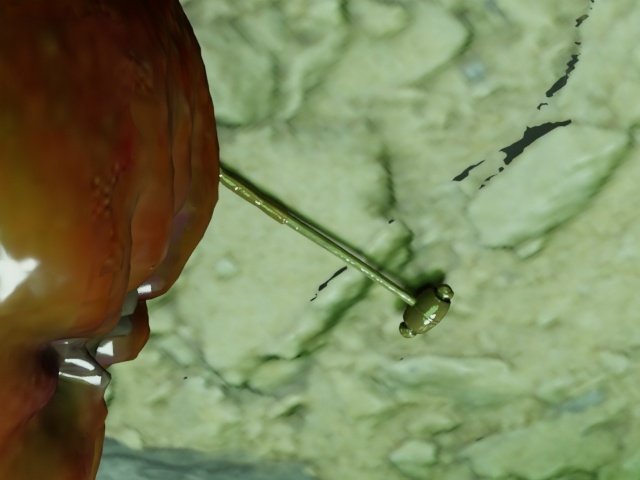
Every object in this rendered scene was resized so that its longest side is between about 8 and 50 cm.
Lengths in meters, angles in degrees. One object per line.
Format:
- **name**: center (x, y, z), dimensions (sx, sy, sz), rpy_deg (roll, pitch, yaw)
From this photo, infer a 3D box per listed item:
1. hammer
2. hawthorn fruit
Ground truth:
- **hammer**: center (0.000, 0.000, 0.769), dimensions (0.123, 0.014, 0.029), rpy_deg (34, 110, -19)
- **hawthorn fruit**: center (-0.189, -0.019, 0.611), dimensions (0.298, 0.277, 0.277), rpy_deg (26, 122, -6)
